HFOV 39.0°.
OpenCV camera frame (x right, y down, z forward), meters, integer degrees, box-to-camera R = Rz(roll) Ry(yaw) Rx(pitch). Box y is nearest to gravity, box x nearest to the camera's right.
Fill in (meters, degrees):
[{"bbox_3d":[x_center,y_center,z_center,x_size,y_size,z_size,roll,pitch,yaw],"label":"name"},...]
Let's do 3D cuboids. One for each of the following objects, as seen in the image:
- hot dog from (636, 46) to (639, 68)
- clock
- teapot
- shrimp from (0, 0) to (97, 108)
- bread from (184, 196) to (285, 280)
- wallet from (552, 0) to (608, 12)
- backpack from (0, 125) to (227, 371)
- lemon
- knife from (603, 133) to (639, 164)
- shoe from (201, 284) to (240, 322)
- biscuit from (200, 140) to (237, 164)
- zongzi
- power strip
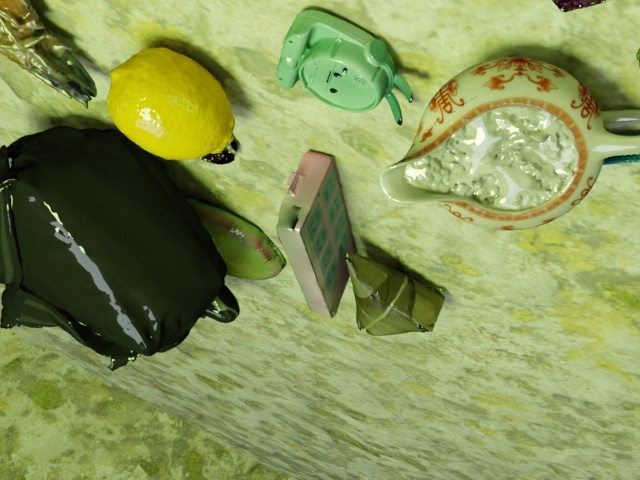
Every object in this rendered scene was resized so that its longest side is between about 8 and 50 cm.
[{"bbox_3d":[0.299,-0.126,0.703,0.122,0.037,0.049,26,145,-18],"label":"hot dog"},{"bbox_3d":[0.027,-0.161,0.867,0.135,0.041,0.101,24,157,0],"label":"clock"},{"bbox_3d":[0.179,-0.085,0.794,0.245,0.116,0.159,-12,108,19],"label":"teapot"},{"bbox_3d":[-0.358,-0.265,0.985,0.317,0.062,0.164,40,149,-28],"label":"shrimp"},{"bbox_3d":[-0.165,0.003,1.402,0.228,0.033,0.228,20,156,9],"label":"bread"},{"bbox_3d":[0.166,-0.228,0.612,0.166,0.030,0.111,39,153,-30],"label":"wallet"},{"bbox_3d":[-0.365,0.019,1.326,0.446,0.255,0.363,-9,120,56],"label":"backpack"},{"bbox_3d":[-0.161,-0.145,0.989,0.155,0.114,0.114,33,155,-28],"label":"lemon"},{"bbox_3d":[0.214,-0.084,0.878,0.296,0.026,0.044,0,135,44],"label":"knife"},{"bbox_3d":[-0.234,0.086,1.479,0.227,0.112,0.099,37,-177,27],"label":"shoe"},{"bbox_3d":[-0.145,-0.127,1.116,0.087,0.027,0.089,18,156,13],"label":"biscuit"},{"bbox_3d":[0.063,0.075,1.277,0.176,0.078,0.160,29,152,-23],"label":"zongzi"},{"bbox_3d":[0.000,0.000,1.148,0.037,0.109,0.279,14,155,17],"label":"power strip"}]
